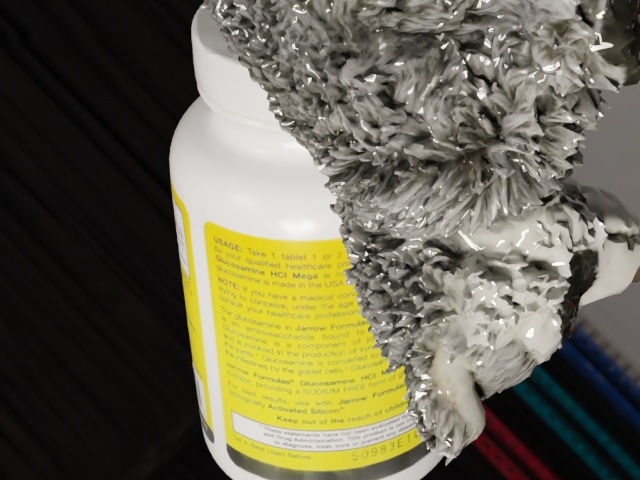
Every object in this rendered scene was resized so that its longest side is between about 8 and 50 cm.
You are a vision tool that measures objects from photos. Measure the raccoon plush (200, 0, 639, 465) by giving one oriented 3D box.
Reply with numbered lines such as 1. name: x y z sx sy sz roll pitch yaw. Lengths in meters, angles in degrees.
1. raccoon plush: -0.019 -0.086 0.823 0.216 0.446 0.299 -58 171 -64

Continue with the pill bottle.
1. pill bottle: 0.000 0.000 1.023 0.188 0.188 0.334 -40 139 -41
